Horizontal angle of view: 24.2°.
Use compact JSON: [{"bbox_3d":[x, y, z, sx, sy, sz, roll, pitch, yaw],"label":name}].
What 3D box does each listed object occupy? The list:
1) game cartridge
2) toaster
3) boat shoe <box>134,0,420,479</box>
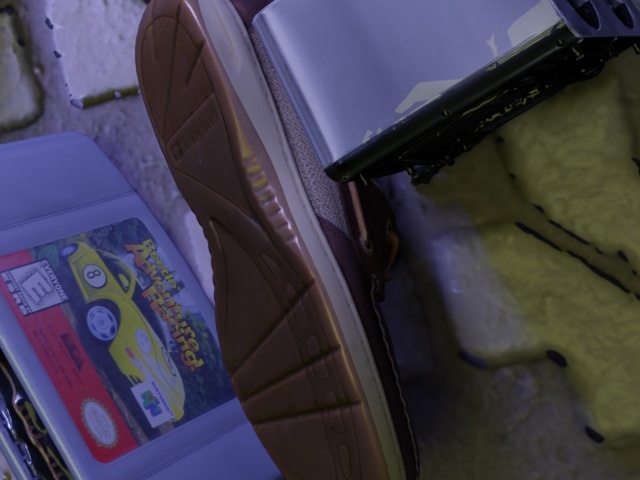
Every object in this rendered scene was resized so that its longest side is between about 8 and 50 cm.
[{"bbox_3d":[-0.140,0.067,0.942,0.060,0.196,0.294,-33,85,27],"label":"game cartridge"},{"bbox_3d":[0.070,-0.109,0.825,0.185,0.168,0.110,-31,83,26],"label":"toaster"},{"bbox_3d":[0.000,0.000,0.902,0.123,0.123,0.342,-36,73,52],"label":"boat shoe"}]
